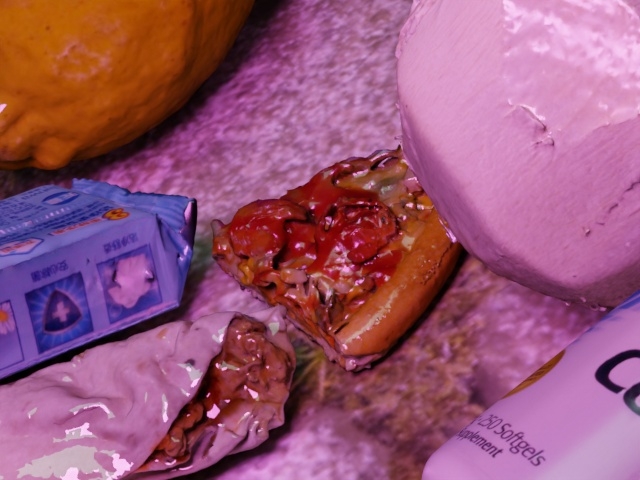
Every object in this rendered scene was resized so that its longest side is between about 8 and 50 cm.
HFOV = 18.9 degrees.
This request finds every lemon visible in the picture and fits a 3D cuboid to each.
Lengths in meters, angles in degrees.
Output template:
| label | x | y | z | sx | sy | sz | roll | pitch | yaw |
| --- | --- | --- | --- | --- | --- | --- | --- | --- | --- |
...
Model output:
| label | x | y | z | sx | sy | sz | roll | pitch | yaw |
| --- | --- | --- | --- | --- | --- | --- | --- | --- | --- |
| lemon | -0.182 | -0.207 | 1.398 | 0.316 | 0.285 | 0.285 | -28 | 34 | -24 |

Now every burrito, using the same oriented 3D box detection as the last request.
| label | x | y | z | sx | sy | sz | roll | pitch | yaw |
| --- | --- | --- | --- | --- | --- | --- | --- | --- | --- |
| burrito | -0.194 | 0.139 | 1.161 | 0.392 | 0.076 | 0.117 | -20 | 38 | 15 |

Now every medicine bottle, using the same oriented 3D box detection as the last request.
| label | x | y | z | sx | sy | sz | roll | pitch | yaw |
| --- | --- | --- | --- | --- | --- | --- | --- | --- | --- |
| medicine bottle | 0.200 | 0.081 | 0.895 | 0.288 | 0.157 | 0.157 | -38 | 37 | -10 |

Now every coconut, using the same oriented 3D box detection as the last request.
| label | x | y | z | sx | sy | sz | roll | pitch | yaw |
| --- | --- | --- | --- | --- | --- | --- | --- | --- | --- |
| coconut | 0.173 | -0.098 | 1.026 | 0.247 | 0.245 | 0.245 | -52 | 18 | 41 |

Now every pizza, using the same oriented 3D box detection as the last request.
| label | x | y | z | sx | sy | sz | roll | pitch | yaw |
| --- | --- | --- | --- | --- | --- | --- | --- | --- | --- |
| pizza | 0.000 | 0.000 | 1.210 | 0.193 | 0.053 | 0.201 | -7 | 42 | 27 |

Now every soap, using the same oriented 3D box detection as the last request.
| label | x | y | z | sx | sy | sz | roll | pitch | yaw |
| --- | --- | --- | --- | --- | --- | --- | --- | --- | --- |
| soap | -0.228 | 0.039 | 1.216 | 0.293 | 0.077 | 0.156 | -22 | 21 | -31 |
